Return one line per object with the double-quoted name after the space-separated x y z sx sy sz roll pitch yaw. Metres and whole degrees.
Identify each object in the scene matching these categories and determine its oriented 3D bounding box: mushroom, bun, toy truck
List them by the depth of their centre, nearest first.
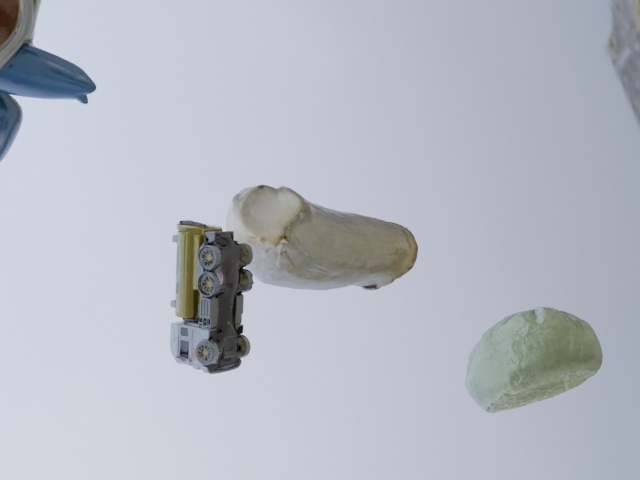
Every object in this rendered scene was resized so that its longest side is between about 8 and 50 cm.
-0.095 0.046 0.810 0.052 0.062 0.123 -3 -83 -56 "toy truck"
0.000 0.000 1.037 0.351 0.122 0.095 13 -119 -64 "mushroom"
0.292 0.163 1.368 0.195 0.195 0.118 21 -138 -58 "bun"

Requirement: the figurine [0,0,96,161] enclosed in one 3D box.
-0.404 -0.280 1.137 0.243 0.297 0.416 -50 -27 -44 "figurine"
